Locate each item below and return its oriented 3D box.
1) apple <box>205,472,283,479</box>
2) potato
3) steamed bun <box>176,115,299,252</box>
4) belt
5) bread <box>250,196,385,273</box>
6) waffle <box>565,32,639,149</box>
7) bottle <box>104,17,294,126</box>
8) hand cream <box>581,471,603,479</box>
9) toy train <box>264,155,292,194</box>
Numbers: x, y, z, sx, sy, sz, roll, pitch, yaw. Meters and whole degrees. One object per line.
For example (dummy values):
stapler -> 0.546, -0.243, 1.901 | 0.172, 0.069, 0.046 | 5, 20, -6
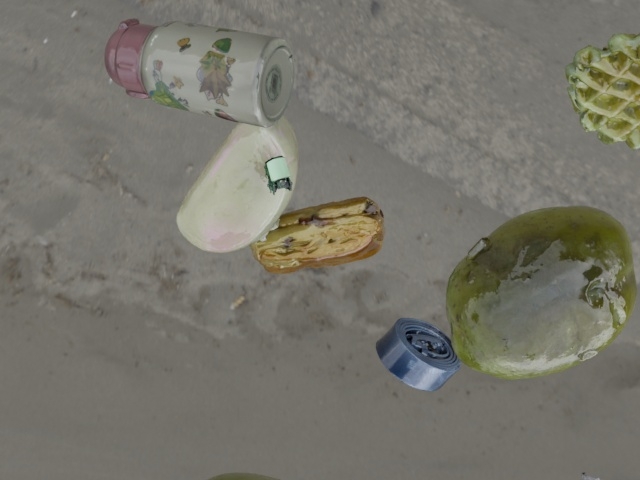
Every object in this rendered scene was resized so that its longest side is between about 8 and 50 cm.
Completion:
apple -> -0.105, 0.616, 1.556 | 0.473, 0.474, 0.474 | -2, 115, -4
potato -> 0.261, 0.062, 1.144 | 0.228, 0.148, 0.197 | -9, 76, 10
steamed bun -> -0.111, -0.088, 1.519 | 0.152, 0.170, 0.239 | 37, 109, -8
belt -> 0.202, 0.232, 1.941 | 0.190, 0.141, 0.082 | 14, 127, -43
bread -> 0.000, 0.000, 1.665 | 0.235, 0.210, 0.099 | -14, 82, 4
waffle -> 0.312, -0.138, 0.869 | 0.169, 0.036, 0.183 | -4, 153, 22
bottle -> -0.168, -0.228, 1.271 | 0.253, 0.120, 0.121 | 13, 116, 22
hand cream -> 0.608, 0.498, 1.835 | 0.256, 0.084, 0.050 | 12, 136, -25
toy train -> -0.063, -0.096, 1.388 | 0.033, 0.083, 0.053 | -15, 99, -7
